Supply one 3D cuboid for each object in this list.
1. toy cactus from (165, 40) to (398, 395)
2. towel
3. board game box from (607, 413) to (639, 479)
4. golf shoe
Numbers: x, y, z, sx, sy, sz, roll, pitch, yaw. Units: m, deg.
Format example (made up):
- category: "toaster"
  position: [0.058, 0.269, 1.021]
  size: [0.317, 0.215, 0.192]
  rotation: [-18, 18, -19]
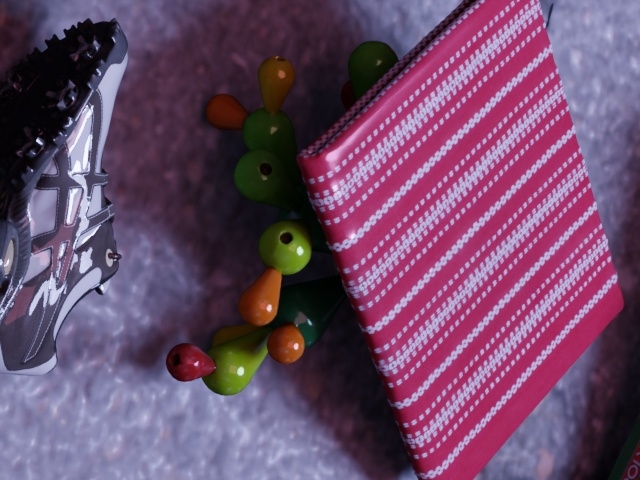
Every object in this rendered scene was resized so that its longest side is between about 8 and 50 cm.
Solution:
- category: "toy cactus"
  position: [0.000, 0.000, 1.117]
  size: [0.180, 0.112, 0.219]
  rotation: [34, 69, -45]
- category: "towel"
  position: [0.087, 0.002, 1.128]
  size: [0.199, 0.031, 0.275]
  rotation: [-45, 133, -29]
- category: "board game box"
  position: [0.315, 0.107, 1.260]
  size: [0.213, 0.046, 0.317]
  rotation: [22, 96, -29]
- category: "golf shoe"
  position: [-0.143, -0.021, 1.042]
  size: [0.094, 0.077, 0.198]
  rotation: [35, 76, -40]
